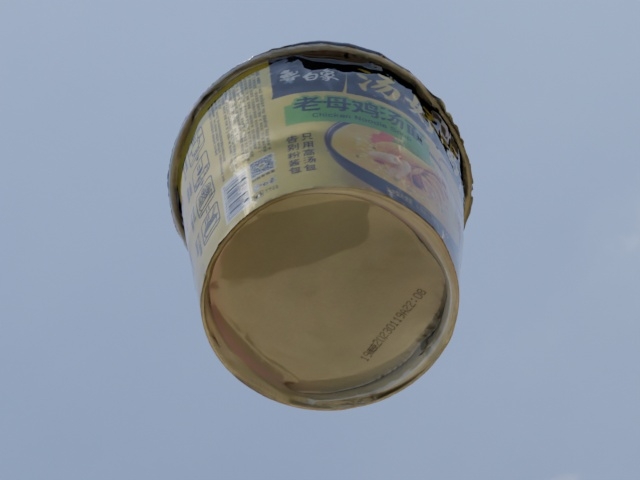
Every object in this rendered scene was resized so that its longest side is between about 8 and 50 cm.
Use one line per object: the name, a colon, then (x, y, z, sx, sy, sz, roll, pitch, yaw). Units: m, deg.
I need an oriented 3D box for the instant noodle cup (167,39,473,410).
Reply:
instant noodle cup: (0.000, 0.000, 0.828, 0.151, 0.122, 0.151, 0, -61, 0)
